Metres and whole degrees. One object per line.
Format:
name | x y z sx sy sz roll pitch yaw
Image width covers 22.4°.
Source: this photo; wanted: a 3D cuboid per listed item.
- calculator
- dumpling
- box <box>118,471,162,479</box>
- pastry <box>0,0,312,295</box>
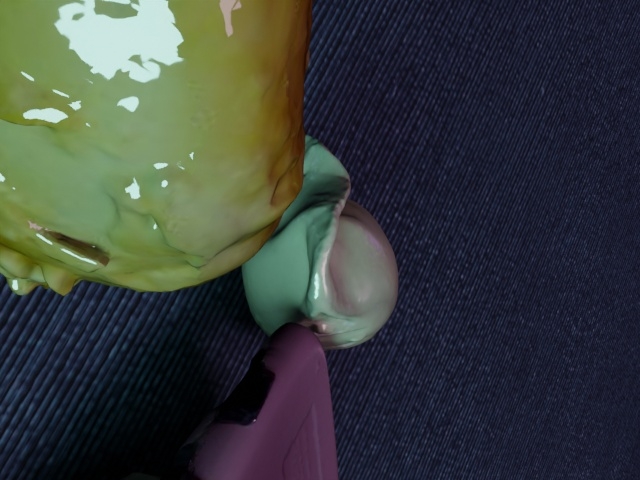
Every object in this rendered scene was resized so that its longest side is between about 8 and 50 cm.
calculator | -0.043 0.174 0.890 0.294 0.043 0.194 -55 146 -51
dumpling | 0.001 0.000 1.016 0.169 0.100 0.134 27 62 -67
box | -0.135 0.226 0.834 0.243 0.067 0.155 -21 119 -64
pastry | -0.097 -0.131 0.616 0.315 0.184 0.284 -95 -170 -53
